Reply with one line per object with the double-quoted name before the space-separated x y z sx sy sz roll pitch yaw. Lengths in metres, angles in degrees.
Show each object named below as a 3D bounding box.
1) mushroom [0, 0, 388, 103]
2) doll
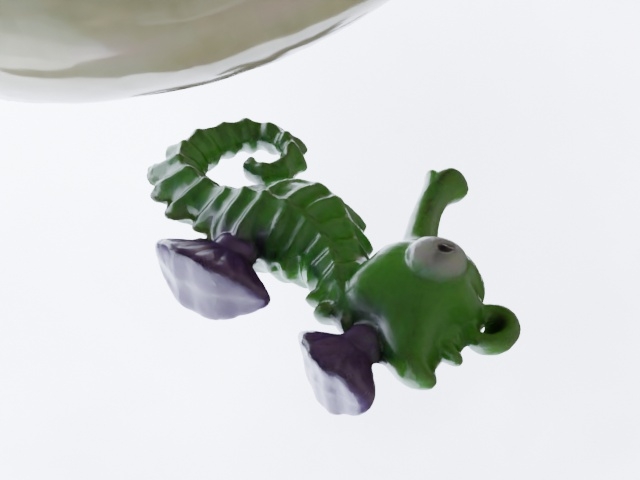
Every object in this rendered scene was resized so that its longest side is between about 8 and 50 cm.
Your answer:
"mushroom" -0.057 -0.154 0.365 0.202 0.246 0.246 47 -127 -77
"doll" 0.000 0.000 0.659 0.115 0.190 0.050 -36 -41 -32
